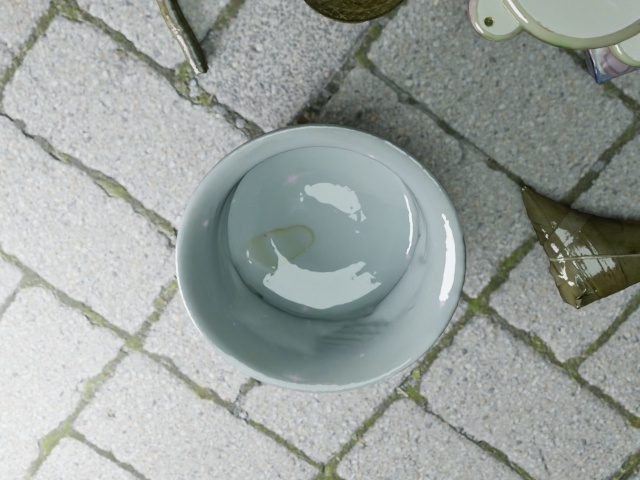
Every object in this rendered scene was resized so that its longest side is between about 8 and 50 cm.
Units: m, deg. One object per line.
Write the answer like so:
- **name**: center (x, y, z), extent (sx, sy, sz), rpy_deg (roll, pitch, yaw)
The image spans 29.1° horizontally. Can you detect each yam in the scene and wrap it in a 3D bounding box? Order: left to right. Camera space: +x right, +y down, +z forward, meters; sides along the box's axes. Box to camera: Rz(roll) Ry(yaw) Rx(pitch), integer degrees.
- **yam**: center (-0.195, -0.305, 1.484), extent (0.027, 0.029, 0.234), rpy_deg (-37, 112, -30)

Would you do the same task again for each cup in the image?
- **cup**: center (0.000, 0.000, 1.529), extent (0.347, 0.163, 0.347), rpy_deg (0, 112, 0)

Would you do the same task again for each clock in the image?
- **clock**: center (0.302, -0.361, 1.370), extent (0.283, 0.114, 0.310), rpy_deg (11, 100, 2)

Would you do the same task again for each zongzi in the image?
- **zongzi**: center (0.367, -0.025, 1.567), extent (0.189, 0.081, 0.178), rpy_deg (-24, 100, 4)

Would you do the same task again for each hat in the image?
- **hat**: center (0.045, -0.308, 1.464), extent (0.146, 0.067, 0.146), rpy_deg (-3, 71, 8)

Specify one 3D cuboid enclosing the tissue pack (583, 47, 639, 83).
- **tissue pack**: center (0.383, -0.268, 1.468), extent (0.155, 0.065, 0.116), rpy_deg (-18, 108, 9)
